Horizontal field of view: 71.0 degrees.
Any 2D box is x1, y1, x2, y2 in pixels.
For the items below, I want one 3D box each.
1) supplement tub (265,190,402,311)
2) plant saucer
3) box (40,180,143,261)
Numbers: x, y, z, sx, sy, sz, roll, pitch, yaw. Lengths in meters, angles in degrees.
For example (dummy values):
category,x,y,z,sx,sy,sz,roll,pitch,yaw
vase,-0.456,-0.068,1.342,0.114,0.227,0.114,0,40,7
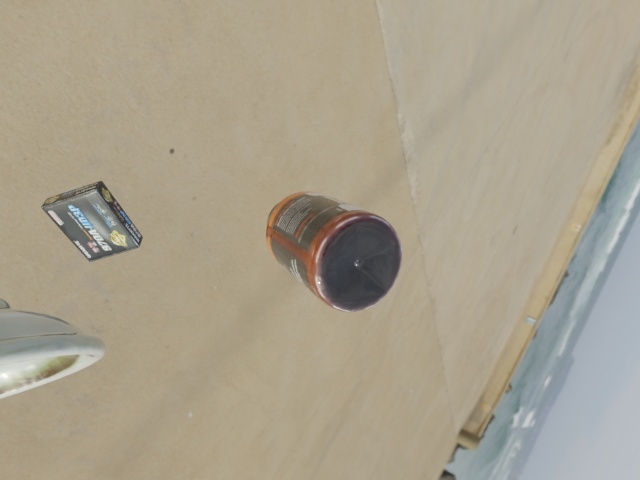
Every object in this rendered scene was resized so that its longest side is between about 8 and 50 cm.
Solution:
category,x,y,z,sx,sy,sz,roll,pitch,yaw
supplement tub,0.000,0.000,0.520,0.105,0.198,0.106,-7,108,-24
plant saucer,-0.460,0.138,0.491,0.400,0.400,0.101,1,66,-56
box,-0.650,-0.050,1.293,0.051,0.175,0.220,-96,168,-50
